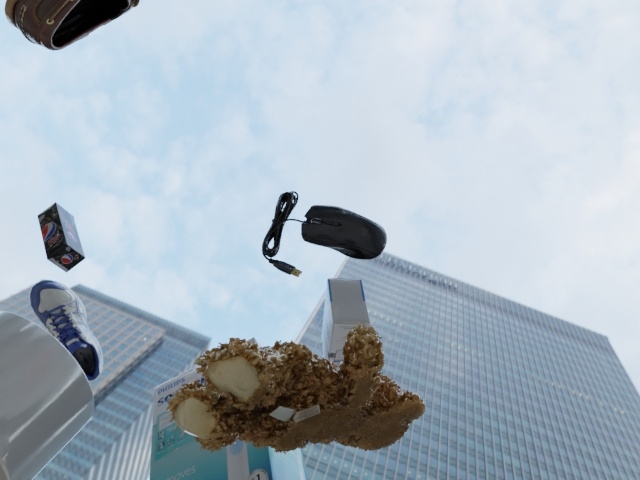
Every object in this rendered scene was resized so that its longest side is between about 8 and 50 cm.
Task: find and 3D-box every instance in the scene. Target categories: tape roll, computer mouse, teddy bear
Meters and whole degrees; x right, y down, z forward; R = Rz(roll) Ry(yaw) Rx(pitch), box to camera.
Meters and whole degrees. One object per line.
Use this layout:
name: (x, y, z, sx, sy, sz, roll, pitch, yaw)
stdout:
tape roll: (-0.499, 0.253, 0.856, 0.246, 0.169, 0.246, 11, -58, 19)
computer mouse: (0.000, 0.000, 1.201, 0.262, 0.060, 0.184, 21, -106, 11)
teddy bear: (-0.026, 0.192, 0.725, 0.338, 0.113, 0.245, 1, -53, -25)

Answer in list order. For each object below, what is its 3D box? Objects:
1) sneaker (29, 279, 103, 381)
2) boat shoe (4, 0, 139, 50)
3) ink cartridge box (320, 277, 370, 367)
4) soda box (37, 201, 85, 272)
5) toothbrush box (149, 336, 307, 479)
sneaker: (-0.648, 0.234, 1.469, 0.112, 0.131, 0.296, -33, -71, -21)
boat shoe: (-0.239, -0.277, 0.626, 0.073, 0.207, 0.073, 34, -25, 18)
ink cartridge box: (0.049, 0.197, 1.218, 0.082, 0.139, 0.190, 0, -53, -5)
soda box: (-0.566, -0.010, 1.228, 0.053, 0.169, 0.060, -38, -43, -1)
toothbrush box: (-0.152, 0.340, 0.914, 0.216, 0.295, 0.126, -27, -51, 11)
